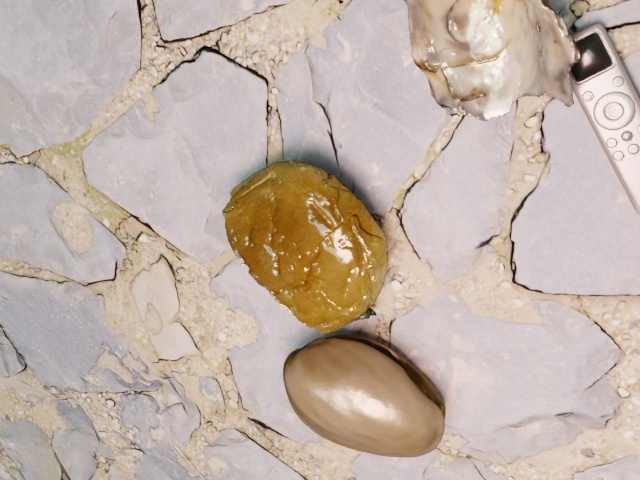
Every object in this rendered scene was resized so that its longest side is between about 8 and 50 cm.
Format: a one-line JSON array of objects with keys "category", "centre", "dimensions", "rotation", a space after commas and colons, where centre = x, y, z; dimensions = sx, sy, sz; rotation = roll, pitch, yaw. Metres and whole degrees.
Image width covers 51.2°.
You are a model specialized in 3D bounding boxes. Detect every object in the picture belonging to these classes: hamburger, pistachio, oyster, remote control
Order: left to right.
[{"category": "hamburger", "centre": [0.000, 0.000, 1.051], "dimensions": [0.211, 0.132, 0.308], "rotation": [-37, 92, 34]}, {"category": "pistachio", "centre": [0.065, 0.264, 1.108], "dimensions": [0.288, 0.166, 0.197], "rotation": [26, 104, 13]}, {"category": "oyster", "centre": [0.201, -0.284, 0.856], "dimensions": [0.275, 0.100, 0.271], "rotation": [14, 123, 21]}, {"category": "remote control", "centre": [0.389, -0.153, 0.866], "dimensions": [0.067, 0.029, 0.260], "rotation": [-26, 99, 31]}]
